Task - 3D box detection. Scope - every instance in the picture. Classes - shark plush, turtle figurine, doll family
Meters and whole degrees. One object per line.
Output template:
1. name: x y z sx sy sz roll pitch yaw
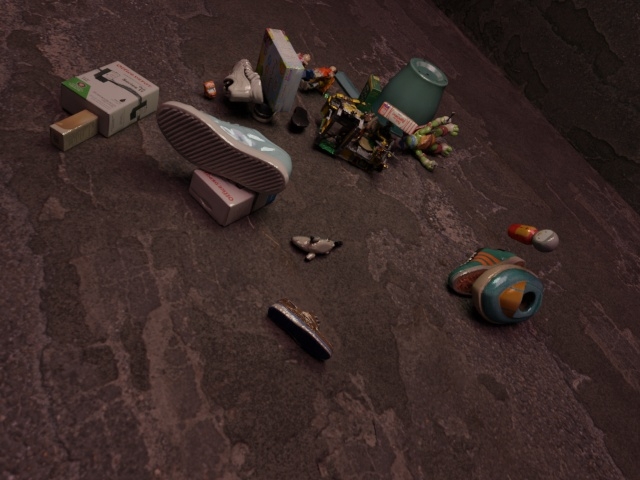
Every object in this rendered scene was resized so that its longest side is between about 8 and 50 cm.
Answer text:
1. shark plush: 0.000 0.000 1.184 0.161 0.073 0.067 -14 31 -32
2. turtle figurine: 0.487 -0.392 1.692 0.266 0.275 0.197 -20 99 -44
3. doll family: -0.039 -0.676 1.712 0.163 0.118 0.263 -25 50 -34

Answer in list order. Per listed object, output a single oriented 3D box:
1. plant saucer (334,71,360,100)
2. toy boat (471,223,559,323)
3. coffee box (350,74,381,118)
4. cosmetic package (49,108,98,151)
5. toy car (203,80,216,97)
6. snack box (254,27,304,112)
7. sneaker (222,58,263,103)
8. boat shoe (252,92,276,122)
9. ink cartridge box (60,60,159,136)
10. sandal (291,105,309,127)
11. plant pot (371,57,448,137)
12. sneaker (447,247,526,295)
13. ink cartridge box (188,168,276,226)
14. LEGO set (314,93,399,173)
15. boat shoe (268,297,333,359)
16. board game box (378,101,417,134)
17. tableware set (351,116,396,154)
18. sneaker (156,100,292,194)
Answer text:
1. plant saucer: 0.117 -0.686 1.854 0.067 0.018 0.191 -11 60 -36
2. toy boat: 0.591 0.109 1.246 0.268 0.317 0.148 6 14 -29
3. coffee box: 0.175 -0.546 1.648 0.041 0.184 0.113 18 47 -16
4. cosmetic package: -0.626 -0.282 1.066 0.041 0.060 0.115 33 43 0
5. toy car: -0.338 -0.507 1.418 0.122 0.060 0.040 -18 68 -39
6. snack box: -0.141 -0.560 1.380 0.070 0.174 0.207 -10 59 -29
7. sneaker: -0.279 -0.542 1.421 0.119 0.109 0.292 -15 37 -12
8. boat shoe: -0.173 -0.519 1.505 0.095 0.079 0.254 31 45 -4
9. ink cartridge box: -0.582 -0.401 1.171 0.153 0.086 0.208 33 44 -2
10. sandal: -0.077 -0.442 1.530 0.067 0.040 0.179 26 30 -15
11. plant pot: 0.393 -0.616 1.782 0.272 0.255 0.271 15 47 -17
12. sneaker: 0.522 0.094 1.372 0.303 0.108 0.121 -9 32 -25
13. ink cartridge box: -0.232 -0.149 1.154 0.148 0.085 0.203 43 45 11
14. LEGO set: 0.147 -0.403 1.467 0.332 0.192 0.254 34 53 -11
15. boat shoe: -0.035 0.200 0.982 0.183 0.066 0.066 41 44 8
16. board game box: 0.290 -0.459 1.559 0.147 0.045 0.193 35 21 -1
17. tableware set: 0.204 -0.404 1.651 0.128 0.039 0.194 50 51 0
18. sneaker: -0.241 -0.253 1.101 0.366 0.135 0.150 32 35 -11
